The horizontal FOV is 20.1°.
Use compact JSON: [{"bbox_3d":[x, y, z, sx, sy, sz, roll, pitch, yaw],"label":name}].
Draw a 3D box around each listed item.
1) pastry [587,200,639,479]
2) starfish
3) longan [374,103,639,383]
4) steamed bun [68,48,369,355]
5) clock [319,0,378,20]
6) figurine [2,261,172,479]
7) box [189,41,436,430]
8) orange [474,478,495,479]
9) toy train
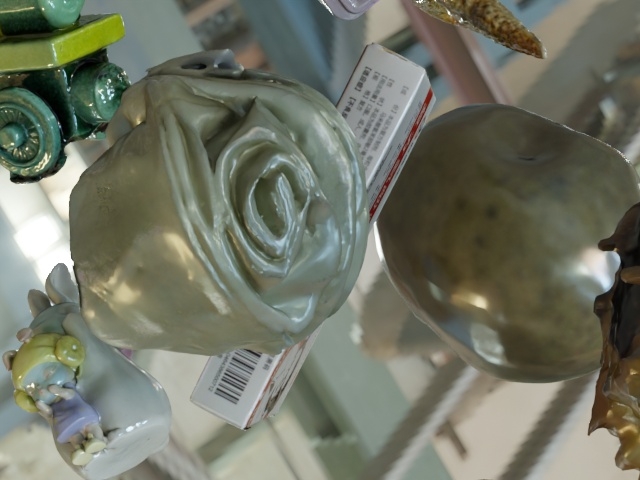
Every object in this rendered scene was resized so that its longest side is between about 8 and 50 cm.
[{"bbox_3d":[0.331,0.037,0.790,0.337,0.292,0.405,-43,-132,-16],"label":"pastry"},{"bbox_3d":[0.119,-0.305,1.777,0.094,0.375,0.327,-21,161,-13],"label":"starfish"},{"bbox_3d":[0.219,-0.001,1.998,0.288,0.288,0.350,-37,-124,-27],"label":"longan"},{"bbox_3d":[-0.055,-0.029,1.234,0.218,0.211,0.144,9,168,-30],"label":"steamed bun"},{"bbox_3d":[0.047,-0.266,1.251,0.197,0.150,0.063,-37,-158,4],"label":"clock"},{"bbox_3d":[-0.261,0.126,1.862,0.155,0.235,0.127,-8,145,-52],"label":"figurine"},{"bbox_3d":[0.000,0.000,1.665,0.353,0.069,0.214,-62,174,2],"label":"box"},{"bbox_3d":[0.168,0.378,1.908,0.264,0.264,0.264,-29,-167,7],"label":"orange"},{"bbox_3d":[-0.337,-0.179,1.688,0.368,0.237,0.150,-1,-160,32],"label":"toy train"}]
